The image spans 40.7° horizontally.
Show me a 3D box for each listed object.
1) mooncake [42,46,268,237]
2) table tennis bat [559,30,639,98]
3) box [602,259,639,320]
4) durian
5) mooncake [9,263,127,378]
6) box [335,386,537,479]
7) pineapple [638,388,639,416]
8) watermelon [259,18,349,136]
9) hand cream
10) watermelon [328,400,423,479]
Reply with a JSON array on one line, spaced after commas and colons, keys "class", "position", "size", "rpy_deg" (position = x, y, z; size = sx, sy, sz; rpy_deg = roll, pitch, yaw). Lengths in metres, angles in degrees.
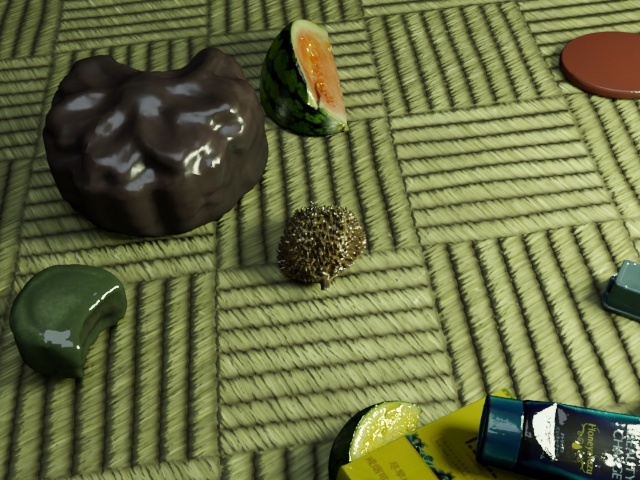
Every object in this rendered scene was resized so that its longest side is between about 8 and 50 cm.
[{"class": "mooncake", "position": [-0.283, -0.175, 1.478], "size": [0.381, 0.212, 0.351], "rpy_deg": [-10, 54, -2]}, {"class": "table tennis bat", "position": [0.614, -0.334, 1.647], "size": [0.310, 0.038, 0.200], "rpy_deg": [14, 51, 18]}, {"class": "box", "position": [0.476, 0.075, 1.275], "size": [0.099, 0.054, 0.074], "rpy_deg": [21, 55, 21]}, {"class": "durian", "position": [0.000, 0.000, 1.361], "size": [0.148, 0.091, 0.188], "rpy_deg": [-4, 49, 1]}, {"class": "mooncake", "position": [-0.367, 0.119, 1.277], "size": [0.175, 0.104, 0.168], "rpy_deg": [-30, 49, -24]}, {"class": "box", "position": [0.175, 0.292, 1.070], "size": [0.279, 0.041, 0.153], "rpy_deg": [-17, 47, -30]}, {"class": "pineapple", "position": [0.518, 0.238, 1.111], "size": [0.224, 0.076, 0.225], "rpy_deg": [-1, 47, 1]}, {"class": "watermelon", "position": [-0.043, -0.335, 1.644], "size": [0.159, 0.128, 0.303], "rpy_deg": [-7, 48, -2]}, {"class": "hand cream", "position": [0.330, 0.258, 1.058], "size": [0.270, 0.061, 0.120], "rpy_deg": [12, 65, 3]}, {"class": "watermelon", "position": [0.055, 0.280, 1.140], "size": [0.092, 0.075, 0.181], "rpy_deg": [41, 52, -19]}]
